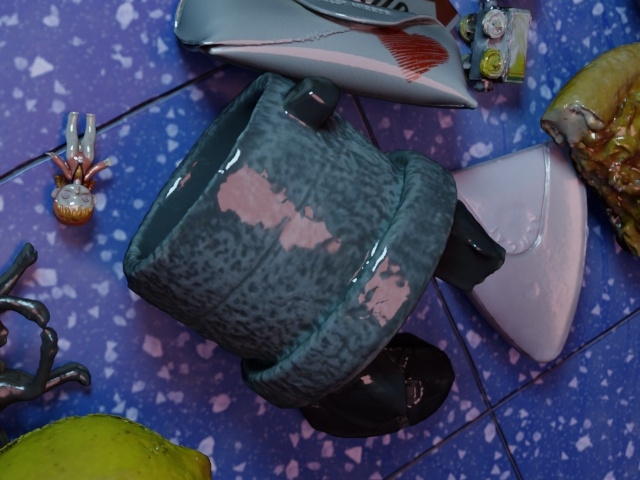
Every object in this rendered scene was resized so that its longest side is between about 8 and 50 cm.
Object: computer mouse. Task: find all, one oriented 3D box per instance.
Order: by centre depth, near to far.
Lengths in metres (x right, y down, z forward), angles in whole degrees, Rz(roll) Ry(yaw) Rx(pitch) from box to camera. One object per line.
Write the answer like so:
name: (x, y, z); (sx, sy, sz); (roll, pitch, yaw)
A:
computer mouse: (0.069, 0.161, 1.183); (0.192, 0.062, 0.106); (-3, 97, -24)

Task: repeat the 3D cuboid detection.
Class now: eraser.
eraser: (0.222, 0.022, 1.232); (0.204, 0.059, 0.243); (-17, 99, -21)

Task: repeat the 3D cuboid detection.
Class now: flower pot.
flower pot: (0.000, 0.000, 1.027); (0.283, 0.299, 0.299); (37, 82, -14)

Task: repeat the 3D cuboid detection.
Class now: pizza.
pizza: (0.415, -0.099, 1.256); (0.408, 0.114, 0.278); (11, 80, -31)

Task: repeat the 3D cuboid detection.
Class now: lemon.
lemon: (-0.221, 0.302, 0.971); (0.258, 0.258, 0.310); (44, 72, -22)

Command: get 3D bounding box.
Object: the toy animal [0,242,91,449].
toy animal: (-0.315, 0.098, 1.013); (0.148, 0.084, 0.233); (-18, 110, -3)

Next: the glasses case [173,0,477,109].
glasses case: (0.016, -0.193, 1.054); (0.308, 0.128, 0.083); (9, 111, -15)

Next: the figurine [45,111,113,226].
figurine: (-0.232, -0.068, 1.035); (0.064, 0.047, 0.109); (6, 85, -16)

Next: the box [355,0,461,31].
box: (0.058, -0.267, 1.139); (0.115, 0.036, 0.177); (-46, 111, -12)

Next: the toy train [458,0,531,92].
toy train: (0.200, -0.264, 1.187); (0.081, 0.060, 0.202); (0, 98, -29)
